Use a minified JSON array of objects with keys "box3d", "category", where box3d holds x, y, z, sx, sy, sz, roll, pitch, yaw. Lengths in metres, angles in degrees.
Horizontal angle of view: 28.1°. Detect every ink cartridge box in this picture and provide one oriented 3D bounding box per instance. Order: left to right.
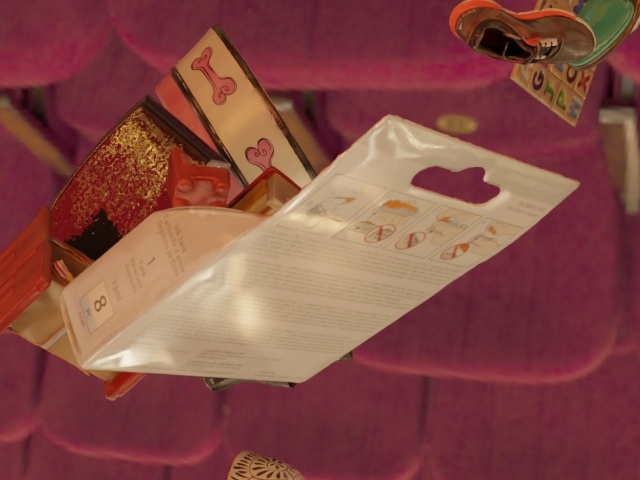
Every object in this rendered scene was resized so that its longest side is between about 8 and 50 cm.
[{"box3d":[0.000,0.000,1.165,0.385,0.091,0.308,-38,150,29],"category":"ink cartridge box"}]

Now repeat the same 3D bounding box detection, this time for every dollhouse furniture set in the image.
[{"box3d":[-0.213,0.006,1.566,0.374,0.152,0.201,-41,124,18],"category":"dollhouse furniture set"}]

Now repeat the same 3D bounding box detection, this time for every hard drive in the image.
[{"box3d":[-0.260,-0.054,1.722,0.172,0.255,0.054,41,-175,6],"category":"hard drive"}]

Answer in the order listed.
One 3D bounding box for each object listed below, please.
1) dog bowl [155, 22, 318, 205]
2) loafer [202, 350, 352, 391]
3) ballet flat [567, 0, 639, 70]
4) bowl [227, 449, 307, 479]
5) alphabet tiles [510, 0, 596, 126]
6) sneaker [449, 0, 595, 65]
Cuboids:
[{"box3d":[-0.125,-0.148,2.125,0.150,0.408,0.408,-32,154,0],"category":"dog bowl"},{"box3d":[-0.060,0.171,1.778,0.223,0.078,0.076,-23,166,16],"category":"loafer"},{"box3d":[0.353,-0.280,1.466,0.074,0.203,0.074,25,-166,-7],"category":"ballet flat"},{"box3d":[-0.040,0.314,1.423,0.080,0.170,0.170,-9,155,17],"category":"bowl"},{"box3d":[0.332,-0.289,1.677,0.009,0.237,0.198,18,177,37],"category":"alphabet tiles"},{"box3d":[0.201,-0.188,1.239,0.158,0.065,0.061,5,131,-21],"category":"sneaker"}]
